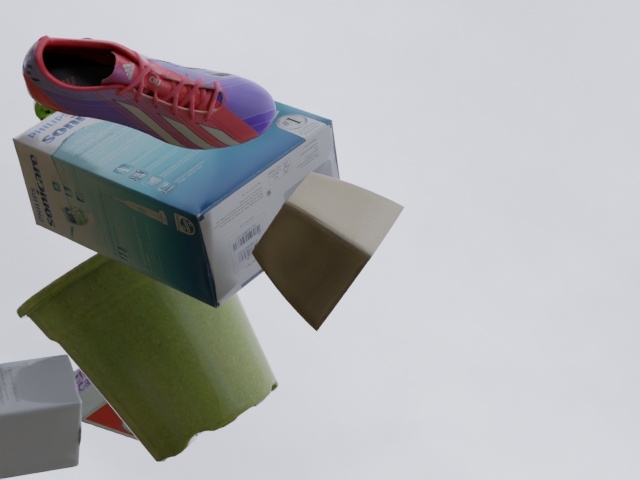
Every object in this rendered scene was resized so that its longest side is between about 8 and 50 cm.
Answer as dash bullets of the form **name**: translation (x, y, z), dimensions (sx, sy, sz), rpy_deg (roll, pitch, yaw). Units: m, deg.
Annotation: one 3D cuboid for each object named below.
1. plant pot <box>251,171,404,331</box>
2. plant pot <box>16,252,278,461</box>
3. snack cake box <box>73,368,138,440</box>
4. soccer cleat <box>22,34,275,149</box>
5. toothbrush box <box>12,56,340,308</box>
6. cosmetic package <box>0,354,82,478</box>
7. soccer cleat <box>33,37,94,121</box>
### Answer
- **plant pot**: translation (0.000, 0.000, 1.442), dimensions (0.096, 0.109, 0.109), rpy_deg (35, -56, 1)
- **plant pot**: translation (-0.191, 0.123, 1.875), dimensions (0.254, 0.276, 0.276), rpy_deg (58, -33, 0)
- **snack cake box**: translation (-0.282, 0.255, 2.533), dimensions (0.152, 0.089, 0.264), rpy_deg (-34, -32, 15)
- **soccer cleat**: translation (-0.163, -0.145, 1.456), dimensions (0.248, 0.083, 0.095), rpy_deg (11, -15, -8)
- **toothbrush box**: translation (-0.157, -0.074, 1.673), dimensions (0.296, 0.216, 0.126), rpy_deg (22, -45, 34)
- **cosmetic package**: translation (-0.389, 0.207, 1.694), dimensions (0.117, 0.231, 0.085), rpy_deg (103, -29, -42)
- **soccer cleat**: translation (-0.319, -0.209, 1.854), dimensions (0.179, 0.060, 0.072), rpy_deg (-43, -119, 54)
